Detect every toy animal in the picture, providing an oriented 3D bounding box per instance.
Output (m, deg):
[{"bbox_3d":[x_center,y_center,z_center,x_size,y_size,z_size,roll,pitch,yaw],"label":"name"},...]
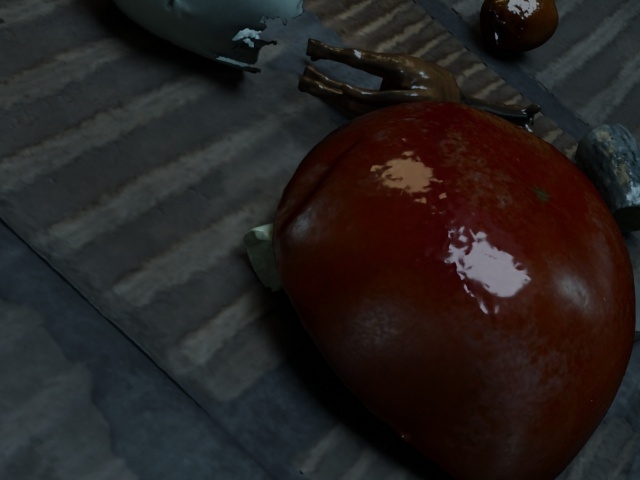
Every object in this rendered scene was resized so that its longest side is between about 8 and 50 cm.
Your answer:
[{"bbox_3d":[0.097,-0.132,1.154,0.229,0.066,0.224,14,10,0],"label":"toy animal"}]

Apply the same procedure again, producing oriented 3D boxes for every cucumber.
[{"bbox_3d":[0.296,-0.060,1.250,0.064,0.064,0.112,9,47,-31],"label":"cucumber"}]

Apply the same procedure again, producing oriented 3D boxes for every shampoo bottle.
[{"bbox_3d":[0.000,0.000,0.980,0.141,0.034,0.049,-19,65,-49],"label":"shampoo bottle"}]

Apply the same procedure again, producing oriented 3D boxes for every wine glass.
[{"bbox_3d":[-0.166,-0.253,1.037,0.321,0.143,0.143,22,40,-20],"label":"wine glass"}]

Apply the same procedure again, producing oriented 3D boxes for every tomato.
[{"bbox_3d":[0.129,0.012,0.953,0.338,0.144,0.338,28,37,-24],"label":"tomato"}]

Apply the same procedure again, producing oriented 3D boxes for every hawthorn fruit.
[{"bbox_3d":[0.208,-0.239,1.357,0.081,0.081,0.093,48,40,15],"label":"hawthorn fruit"}]

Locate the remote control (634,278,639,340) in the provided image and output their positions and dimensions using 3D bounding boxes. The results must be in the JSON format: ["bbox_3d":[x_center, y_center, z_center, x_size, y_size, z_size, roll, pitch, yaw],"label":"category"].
[{"bbox_3d":[0.227,-0.008,1.175,0.077,0.022,0.245,-7,54,-39],"label":"remote control"}]
